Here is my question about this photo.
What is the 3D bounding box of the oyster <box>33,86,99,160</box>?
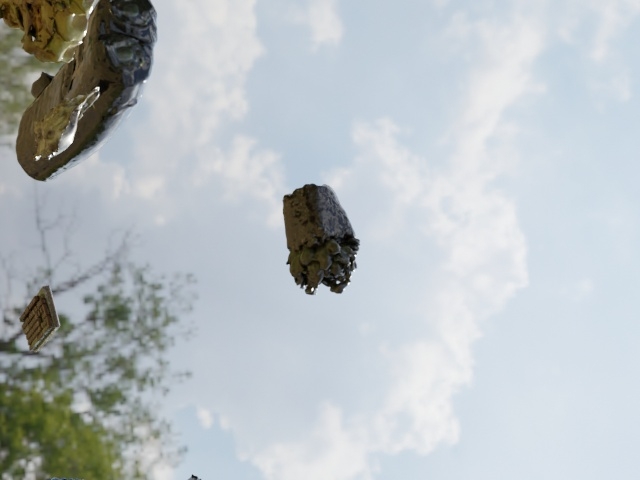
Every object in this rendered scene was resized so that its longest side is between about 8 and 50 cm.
[{"bbox_3d":[-0.345,-0.147,1.504,0.165,0.053,0.108,-30,-142,58],"label":"oyster"}]

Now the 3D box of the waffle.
[{"bbox_3d":[-0.250,-0.286,0.966,0.254,0.052,0.245,55,-37,29],"label":"waffle"}]

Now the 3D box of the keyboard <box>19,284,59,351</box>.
[{"bbox_3d":[-0.341,0.095,1.382,0.166,0.017,0.055,-35,-111,63],"label":"keyboard"}]

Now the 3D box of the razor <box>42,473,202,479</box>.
[{"bbox_3d":[-0.317,0.391,1.778,0.082,0.253,0.042,-43,132,-78],"label":"razor"}]

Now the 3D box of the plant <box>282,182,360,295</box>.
[{"bbox_3d":[0.000,0.000,1.491,0.092,0.094,0.143,-25,-110,38],"label":"plant"}]

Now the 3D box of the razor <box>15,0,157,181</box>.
[{"bbox_3d":[-0.343,-0.220,1.692,0.327,0.107,0.189,-35,-137,47],"label":"razor"}]
